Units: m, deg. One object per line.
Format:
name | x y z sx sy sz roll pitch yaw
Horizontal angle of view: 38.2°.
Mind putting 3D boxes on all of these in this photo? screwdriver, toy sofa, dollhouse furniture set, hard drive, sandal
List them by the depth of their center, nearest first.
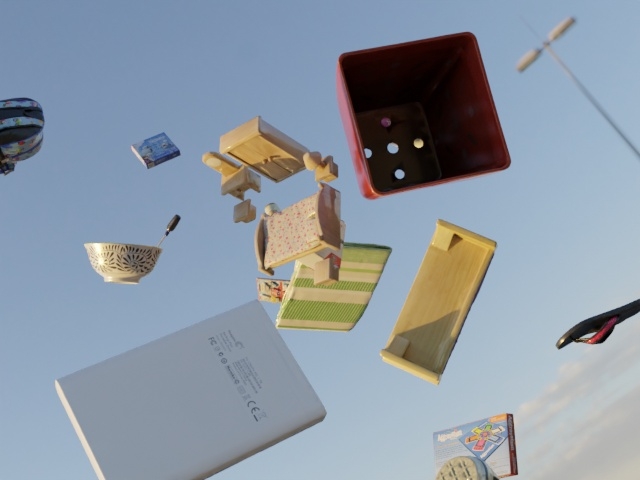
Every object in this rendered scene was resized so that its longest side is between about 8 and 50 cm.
hard drive | -0.179 0.227 1.301 0.319 0.210 0.040 -21 -26 -27
sandal | 0.496 0.153 1.612 0.179 0.040 0.067 -22 -25 -7
dollhouse furniture set | -0.128 -0.054 1.928 0.303 0.355 0.174 -23 -37 35
toy sofa | 0.280 0.144 2.164 0.362 0.150 0.177 -66 -13 -5
screwdriver | -0.440 -0.002 2.595 0.170 0.025 0.024 -58 0 16

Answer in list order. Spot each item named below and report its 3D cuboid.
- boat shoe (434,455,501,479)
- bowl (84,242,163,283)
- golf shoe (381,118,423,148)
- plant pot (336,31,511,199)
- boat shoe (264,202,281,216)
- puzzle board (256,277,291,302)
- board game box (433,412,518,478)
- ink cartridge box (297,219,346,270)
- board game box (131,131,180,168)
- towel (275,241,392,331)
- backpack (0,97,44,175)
boat shoe | 0.251 0.651 1.685 0.156 0.500 0.187 32 -27 -29
bowl | -0.428 0.052 2.004 0.170 0.080 0.170 3 -7 0
golf shoe | 0.256 -0.248 2.124 0.140 0.306 0.115 2 -76 -84
plant pot | 0.165 -0.209 1.756 0.267 0.267 0.236 -12 -8 -13
boat shoe | -0.101 -0.042 2.442 0.050 0.045 0.135 -35 -51 13
puzzle board | -0.127 0.143 2.573 0.096 0.011 0.128 4 -33 2
board game box | 0.376 0.522 2.273 0.027 0.145 0.281 12 -25 -29
ink cartridge box | 0.000 0.000 2.121 0.099 0.135 0.056 34 -44 -28
board game box | -0.400 -0.219 2.242 0.090 0.090 0.020 -26 -43 -20
towel | 0.027 0.125 2.473 0.248 0.038 0.324 6 -49 -17
backpack | -0.645 -0.214 1.883 0.173 0.158 0.117 -14 -42 -12
